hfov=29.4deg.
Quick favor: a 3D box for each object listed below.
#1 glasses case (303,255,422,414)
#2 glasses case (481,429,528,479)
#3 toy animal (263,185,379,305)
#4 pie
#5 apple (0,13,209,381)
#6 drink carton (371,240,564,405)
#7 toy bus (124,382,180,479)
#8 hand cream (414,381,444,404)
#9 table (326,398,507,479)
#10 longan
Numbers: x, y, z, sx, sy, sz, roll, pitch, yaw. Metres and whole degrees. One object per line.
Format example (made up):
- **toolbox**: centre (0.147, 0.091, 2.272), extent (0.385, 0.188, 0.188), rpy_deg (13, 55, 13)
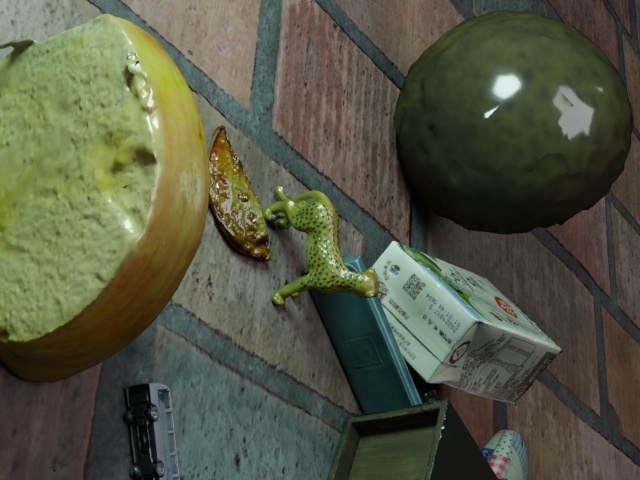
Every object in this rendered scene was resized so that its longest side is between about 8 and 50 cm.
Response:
- **glasses case**: centre (0.060, 0.150, 1.731), extent (0.056, 0.105, 0.266), rpy_deg (-33, 108, -32)
- **glasses case**: centre (0.243, 0.421, 1.852), extent (0.327, 0.076, 0.125), rpy_deg (-52, 137, -45)
- **toy animal**: centre (0.000, 0.000, 1.631), extent (0.073, 0.136, 0.181), rpy_deg (10, 69, -58)
- **pie**: centre (-0.110, -0.050, 1.572), extent (0.088, 0.033, 0.191), rpy_deg (-34, 107, -53)
- **apple**: centre (-0.231, -0.031, 1.209), extent (0.252, 0.314, 0.309), rpy_deg (-6, 73, -17)
- **drink carton**: centre (0.210, 0.133, 1.865), extent (0.194, 0.132, 0.324), rpy_deg (44, 12, 32)
- **toy bus**: centre (-0.180, 0.220, 1.327), extent (0.052, 0.037, 0.131), rpy_deg (9, 71, -61)
- **hand cream**: centre (0.194, 0.381, 1.891), extent (0.121, 0.076, 0.336), rpy_deg (-35, 114, -54)
- **table**: centre (0.133, 0.343, 1.683), extent (0.193, 0.169, 0.172), rpy_deg (56, 35, -30)
- **longan**: centre (0.310, -0.185, 1.991), extent (0.391, 0.391, 0.391), rpy_deg (32, 51, -51)
